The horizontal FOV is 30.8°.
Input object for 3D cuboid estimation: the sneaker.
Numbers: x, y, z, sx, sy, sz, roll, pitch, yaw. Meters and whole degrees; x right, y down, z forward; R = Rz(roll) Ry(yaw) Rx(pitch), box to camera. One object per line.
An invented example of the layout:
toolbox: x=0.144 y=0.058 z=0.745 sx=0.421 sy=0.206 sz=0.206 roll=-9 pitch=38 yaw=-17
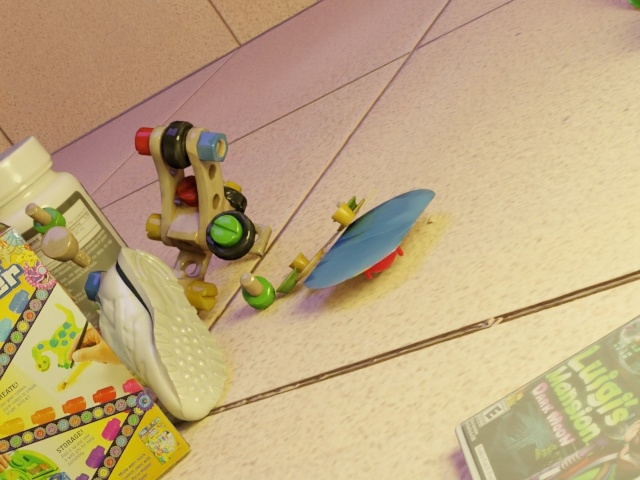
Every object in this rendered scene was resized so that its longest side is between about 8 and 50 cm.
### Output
sneaker: x=-0.176 y=0.113 z=1.231 sx=0.095 sy=0.090 sz=0.235 roll=-49 pitch=44 yaw=18

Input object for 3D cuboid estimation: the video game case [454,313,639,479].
video game case: x=0.175 y=0.123 z=0.727 sx=0.173 sy=0.022 sz=0.190 roll=-32 pitch=17 yaw=7

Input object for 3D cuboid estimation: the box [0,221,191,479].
box: x=-0.315 y=0.134 z=1.178 sx=0.177 sy=0.279 sz=0.290 roll=-39 pitch=17 yaw=-15

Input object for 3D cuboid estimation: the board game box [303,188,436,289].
board game box: x=0.061 y=0.009 z=1.226 sx=0.133 sy=0.033 sz=0.168 roll=-20 pitch=22 yaw=43

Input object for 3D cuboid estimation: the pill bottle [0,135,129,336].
pill bottle: x=-0.365 y=0.009 z=1.598 sx=0.161 sy=0.283 sz=0.161 roll=-32 pitch=17 yaw=11

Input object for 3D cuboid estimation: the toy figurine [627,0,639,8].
toy figurine: x=0.449 y=-0.363 z=1.400 sx=0.159 sy=0.130 sz=0.173 roll=-27 pitch=38 yaw=-6

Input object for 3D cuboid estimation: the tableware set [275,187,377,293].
tableware set: x=0.000 y=0.000 z=1.295 sx=0.104 sy=0.024 sz=0.154 roll=-51 pitch=2 yaw=-41

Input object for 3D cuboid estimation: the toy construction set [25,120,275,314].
toy construction set: x=-0.200 y=0.017 z=1.458 sx=0.309 sy=0.257 sz=0.237 roll=-15 pitch=-23 yaw=11
